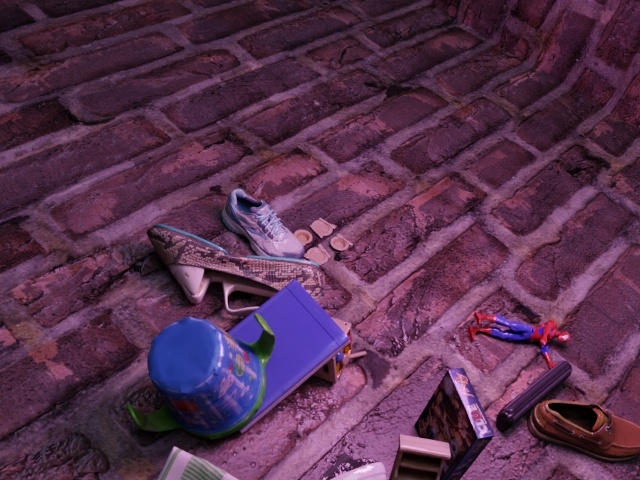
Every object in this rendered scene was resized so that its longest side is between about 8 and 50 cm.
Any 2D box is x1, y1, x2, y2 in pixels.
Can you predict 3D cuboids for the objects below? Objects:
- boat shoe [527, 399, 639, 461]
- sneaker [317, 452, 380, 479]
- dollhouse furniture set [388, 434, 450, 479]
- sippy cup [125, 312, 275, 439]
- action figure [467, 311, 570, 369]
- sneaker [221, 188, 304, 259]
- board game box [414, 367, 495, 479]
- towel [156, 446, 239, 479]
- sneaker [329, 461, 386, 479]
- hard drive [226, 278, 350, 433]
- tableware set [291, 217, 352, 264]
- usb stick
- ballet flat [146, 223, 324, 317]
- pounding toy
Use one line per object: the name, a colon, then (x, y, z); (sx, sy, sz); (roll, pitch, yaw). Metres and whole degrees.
boat shoe: (0.673, 0.462, 1.676); (0.307, 0.104, 0.111); (9, 45, -6)
sneaker: (0.055, 0.523, 1.475); (0.089, 0.051, 0.170); (32, 43, 21)
dollhouse furniture set: (0.198, 0.540, 1.370); (0.212, 0.161, 0.242); (10, 26, -1)
sippy cup: (-0.252, 0.278, 1.448); (0.240, 0.224, 0.306); (14, 64, 18)
action figure: (0.554, 0.273, 1.839); (0.280, 0.092, 0.139); (5, 39, -10)
sneaker: (-0.162, -0.041, 1.909); (0.283, 0.122, 0.110); (33, 47, 16)
board game box: (0.290, 0.418, 1.509); (0.042, 0.243, 0.165); (-4, 48, -19)
towel: (-0.200, 0.554, 1.239); (0.324, 0.038, 0.248); (22, 78, 27)
sneaker: (0.028, 0.549, 1.281); (0.292, 0.108, 0.169); (-22, 57, -20)
hard drive: (-0.118, 0.261, 1.586); (0.318, 0.040, 0.210); (-39, 61, -11)
tableware set: (0.000, 0.000, 1.991); (0.168, 0.020, 0.141); (-29, 60, -36)
usb stick: (0.542, 0.390, 1.727); (0.278, 0.077, 0.045); (-26, 53, -34)
ballet flat: (-0.232, 0.096, 1.749); (0.482, 0.164, 0.182); (15, 71, -2)
pounding toy: (0.042, 0.272, 1.671); (0.100, 0.141, 0.130); (15, 50, 19)
